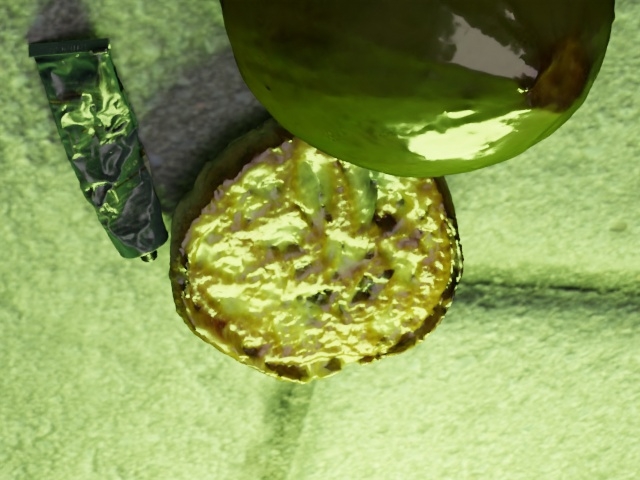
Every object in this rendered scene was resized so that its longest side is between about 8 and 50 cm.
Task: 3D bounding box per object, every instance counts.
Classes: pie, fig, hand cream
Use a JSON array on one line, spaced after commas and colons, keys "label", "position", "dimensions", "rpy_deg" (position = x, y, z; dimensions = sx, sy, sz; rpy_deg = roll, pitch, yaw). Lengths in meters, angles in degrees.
[{"label": "pie", "position": [0.000, 0.000, 1.750], "dimensions": [0.315, 0.092, 0.315], "rpy_deg": [-9, 123, -13]}, {"label": "fig", "position": [0.093, -0.202, 1.472], "dimensions": [0.343, 0.343, 0.343], "rpy_deg": [-7, 126, -9]}, {"label": "hand cream", "position": [-0.196, -0.078, 1.663], "dimensions": [0.075, 0.052, 0.248], "rpy_deg": [-18, 127, -2]}]
